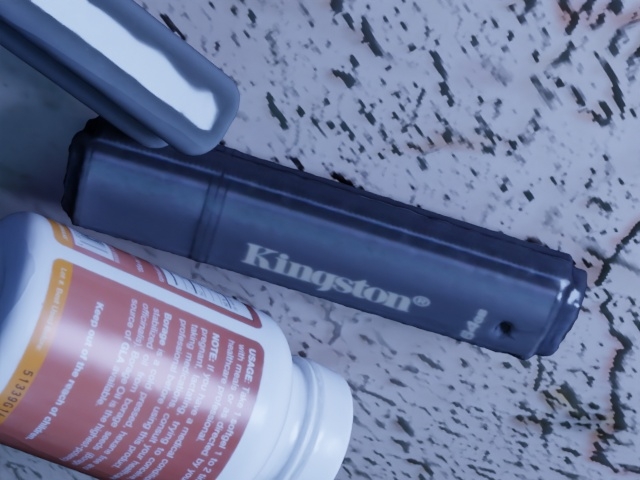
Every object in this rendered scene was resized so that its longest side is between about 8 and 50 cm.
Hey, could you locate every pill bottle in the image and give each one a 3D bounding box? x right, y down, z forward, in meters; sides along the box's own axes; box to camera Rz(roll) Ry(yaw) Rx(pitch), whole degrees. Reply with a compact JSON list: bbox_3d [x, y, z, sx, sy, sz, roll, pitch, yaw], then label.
[{"bbox_3d":[-0.095,0.077,1.001,0.216,0.121,0.121,25,137,-26],"label":"pill bottle"}]

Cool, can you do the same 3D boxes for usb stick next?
[{"bbox_3d":[0.000,0.000,0.961,0.278,0.045,0.077,17,137,-4],"label":"usb stick"}]

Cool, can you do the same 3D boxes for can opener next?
[{"bbox_3d":[-0.158,-0.111,0.824,0.280,0.093,0.074,31,171,-37],"label":"can opener"}]
